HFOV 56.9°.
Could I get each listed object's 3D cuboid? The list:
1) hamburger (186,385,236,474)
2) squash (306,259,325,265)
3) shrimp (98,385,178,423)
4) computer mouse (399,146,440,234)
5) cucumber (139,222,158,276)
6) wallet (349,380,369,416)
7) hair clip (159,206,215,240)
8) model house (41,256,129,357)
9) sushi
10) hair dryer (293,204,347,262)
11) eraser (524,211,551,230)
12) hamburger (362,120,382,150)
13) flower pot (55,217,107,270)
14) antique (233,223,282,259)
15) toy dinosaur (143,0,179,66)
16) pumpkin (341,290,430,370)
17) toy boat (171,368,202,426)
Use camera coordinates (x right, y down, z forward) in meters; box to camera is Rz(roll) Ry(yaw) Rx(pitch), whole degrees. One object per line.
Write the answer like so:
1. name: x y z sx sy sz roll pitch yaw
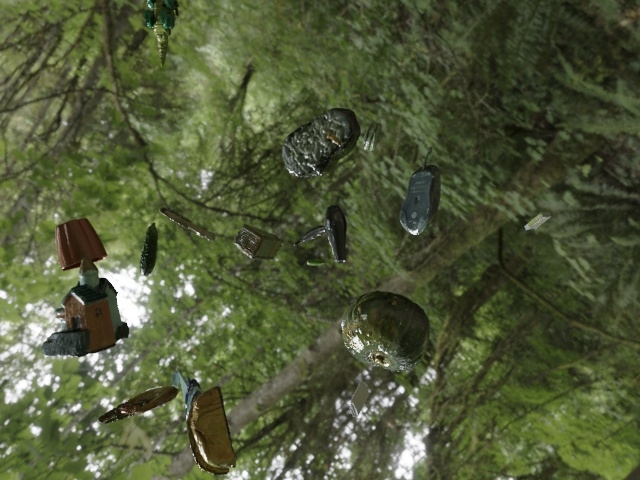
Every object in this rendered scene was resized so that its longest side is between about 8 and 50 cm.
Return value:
1. hamburger: -0.340 0.589 1.801 0.130 0.124 0.262 -9 -104 -26
2. squash: -0.019 0.097 2.591 0.089 0.027 0.027 1 172 25
3. shrimp: -0.632 0.581 2.052 0.152 0.287 0.063 -161 51 -72
4. computer mouse: 0.431 -0.200 2.418 0.090 0.380 0.167 21 168 -40
5. cucumber: -0.695 0.036 2.398 0.069 0.228 0.069 11 -167 -3
6. wallet: 0.126 0.520 1.938 0.122 0.025 0.061 -47 -56 -59
7. hair clip: -0.483 -0.062 2.121 0.226 0.034 0.072 31 171 -29
8. model house: -0.719 0.196 1.799 0.184 0.292 0.253 -2 -179 16
9. sushi: 0.010 -0.392 2.389 0.211 0.350 0.171 54 -162 8
10. hair dryer: 0.000 0.000 2.376 0.091 0.271 0.236 8 -111 -46
11. eraser: 0.664 -0.059 1.804 0.038 0.083 0.019 -7 -115 -27
12. hamburger: 0.227 -0.457 2.584 0.062 0.133 0.140 19 -173 6
13. flower pot: -0.947 0.011 2.313 0.190 0.190 0.173 -12 -95 -77
14. antique: -0.292 0.019 2.952 0.150 0.125 0.284 33 -173 26
15. toy dinosaur: -0.493 -0.679 1.834 0.094 0.260 0.153 5 180 5
16. pumpkin: 0.242 0.332 2.206 0.327 0.292 0.258 21 -127 7
17. toy boat: -0.465 0.539 2.079 0.070 0.210 0.292 -6 -136 -31
